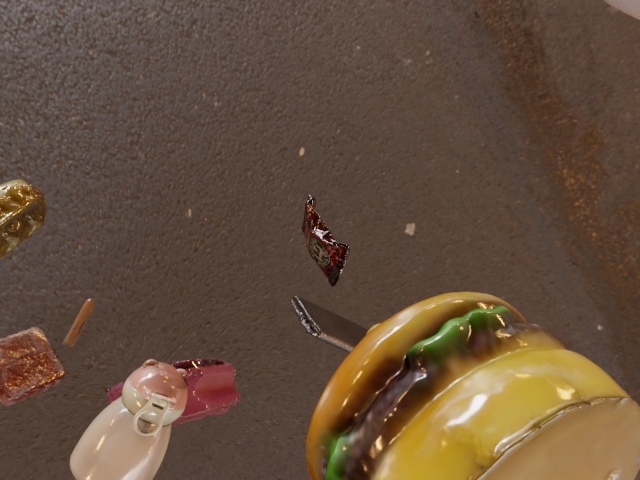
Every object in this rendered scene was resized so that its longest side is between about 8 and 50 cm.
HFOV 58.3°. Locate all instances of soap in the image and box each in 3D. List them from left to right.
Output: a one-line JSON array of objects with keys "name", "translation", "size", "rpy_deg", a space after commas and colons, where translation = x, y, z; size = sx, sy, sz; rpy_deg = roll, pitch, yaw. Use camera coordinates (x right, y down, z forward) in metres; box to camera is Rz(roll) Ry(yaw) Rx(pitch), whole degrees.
[{"name": "soap", "translation": [-0.292, 0.332, 1.243], "size": [0.182, 0.289, 0.112], "rpy_deg": [-22, 72, 18]}]

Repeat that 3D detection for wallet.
[{"name": "wallet", "translation": [0.058, 0.258, 1.574], "size": [0.321, 0.170, 0.044], "rpy_deg": [32, 102, -40]}]

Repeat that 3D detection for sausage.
[{"name": "sausage", "translation": [-0.547, 0.185, 1.305], "size": [0.026, 0.026, 0.116], "rpy_deg": [25, 72, -10]}]

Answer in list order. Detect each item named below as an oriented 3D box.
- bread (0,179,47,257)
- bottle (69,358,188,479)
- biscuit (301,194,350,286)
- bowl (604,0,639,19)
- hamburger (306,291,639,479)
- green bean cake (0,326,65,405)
[{"name": "bread", "translation": [-0.353, -0.024, 0.638], "size": [0.066, 0.060, 0.110], "rpy_deg": [56, 41, -22]}, {"name": "bottle", "translation": [-0.326, 0.326, 1.031], "size": [0.147, 0.147, 0.236], "rpy_deg": [31, 89, -8]}, {"name": "biscuit", "translation": [0.001, -0.005, 1.567], "size": [0.063, 0.151, 0.235], "rpy_deg": [-19, 55, -21]}, {"name": "bowl", "translation": [0.347, -0.197, 0.361], "size": [0.287, 0.144, 0.287], "rpy_deg": [7, 36, -5]}, {"name": "hamburger", "translation": [0.185, 0.250, 0.736], "size": [0.395, 0.277, 0.396], "rpy_deg": [-14, 122, -24]}, {"name": "green bean cake", "translation": [-0.620, 0.259, 1.190], "size": [0.135, 0.056, 0.136], "rpy_deg": [-22, 74, -51]}]
